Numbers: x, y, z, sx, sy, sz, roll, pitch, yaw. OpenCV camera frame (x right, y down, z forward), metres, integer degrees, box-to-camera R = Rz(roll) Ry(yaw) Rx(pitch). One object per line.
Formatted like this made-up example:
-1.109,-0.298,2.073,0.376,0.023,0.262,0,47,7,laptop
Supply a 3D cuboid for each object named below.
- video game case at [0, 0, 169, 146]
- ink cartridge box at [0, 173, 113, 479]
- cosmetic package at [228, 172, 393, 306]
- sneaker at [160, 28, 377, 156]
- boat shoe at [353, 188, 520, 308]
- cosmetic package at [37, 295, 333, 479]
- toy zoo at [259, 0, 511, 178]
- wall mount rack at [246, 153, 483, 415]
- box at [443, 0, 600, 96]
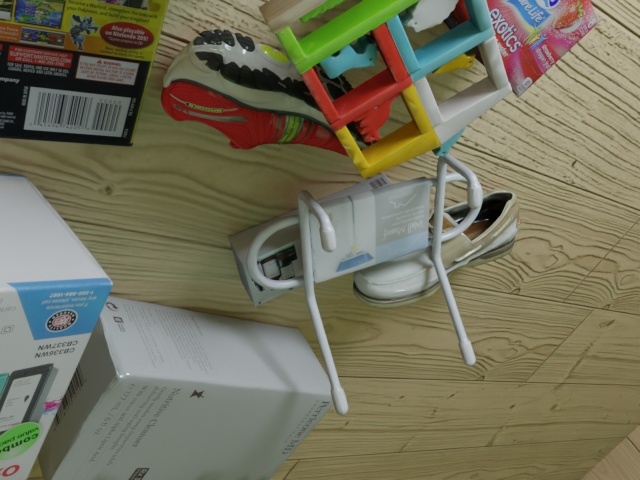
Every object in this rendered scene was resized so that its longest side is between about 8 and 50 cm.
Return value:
-0.276,-0.202,0.649,0.275,0.035,0.248,0,131,-33,video game case
-0.373,0.095,0.710,0.198,0.197,0.270,-1,126,-51,ink cartridge box
0.000,0.000,1.024,0.239,0.060,0.099,-24,141,-12,cosmetic package
-0.053,-0.147,0.830,0.279,0.107,0.118,15,139,-39,sneaker
0.177,0.001,1.118,0.302,0.113,0.103,-24,139,-27,boat shoe
-0.187,0.226,1.053,0.385,0.156,0.217,16,118,-42,cosmetic package
0.086,-0.174,0.748,0.192,0.030,0.293,-30,142,6,toy zoo
0.090,0.053,0.974,0.350,0.130,0.304,-16,127,-16,wall mount rack
0.184,-0.291,0.800,0.128,0.122,0.257,-43,140,14,box
